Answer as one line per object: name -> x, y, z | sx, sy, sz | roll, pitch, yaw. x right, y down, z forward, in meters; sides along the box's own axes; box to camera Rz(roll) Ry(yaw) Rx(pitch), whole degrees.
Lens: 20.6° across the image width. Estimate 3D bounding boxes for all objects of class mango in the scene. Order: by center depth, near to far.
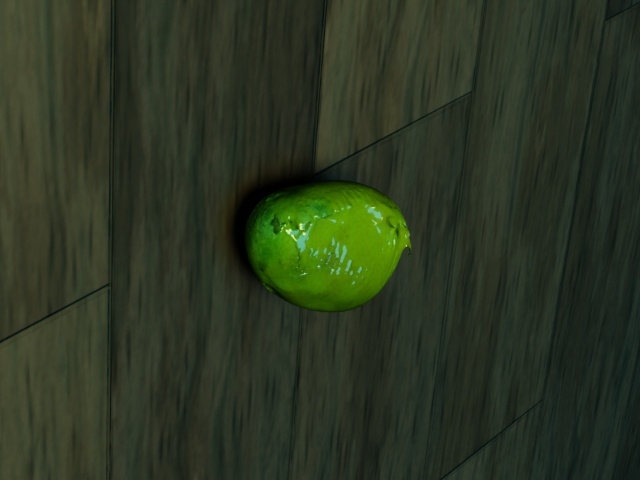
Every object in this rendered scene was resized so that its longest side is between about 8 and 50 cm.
mango -> -0.001, 0.000, 1.493 | 0.178, 0.100, 0.119 | 17, 104, -54
